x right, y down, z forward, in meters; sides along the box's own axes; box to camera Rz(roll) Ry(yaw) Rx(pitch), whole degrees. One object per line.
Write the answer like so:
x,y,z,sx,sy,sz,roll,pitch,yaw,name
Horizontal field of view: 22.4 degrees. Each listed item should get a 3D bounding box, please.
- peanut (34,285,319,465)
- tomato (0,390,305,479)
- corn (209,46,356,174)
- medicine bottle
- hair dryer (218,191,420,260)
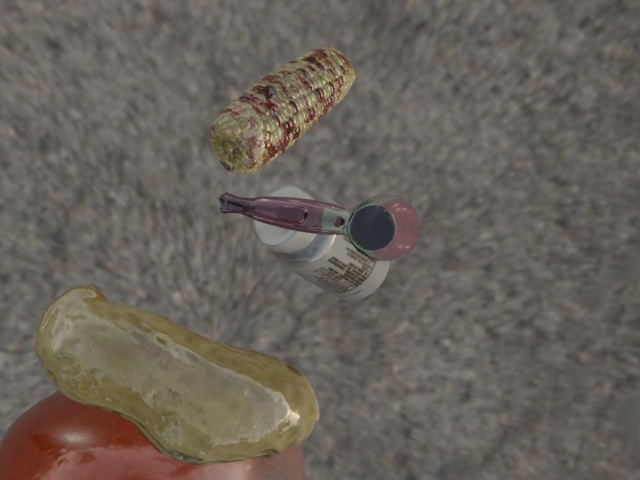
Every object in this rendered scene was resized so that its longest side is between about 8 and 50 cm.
-0.101,0.101,1.151,0.214,0.099,0.099,29,85,-18,peanut
-0.147,0.283,1.482,0.273,0.341,0.341,-6,86,38,tomato
-0.039,-0.164,1.933,0.086,0.086,0.253,48,47,0,corn
0.000,0.000,1.534,0.079,0.140,0.079,-15,61,30,medicine bottle
-0.005,-0.016,1.269,0.154,0.106,0.054,6,91,13,hair dryer
